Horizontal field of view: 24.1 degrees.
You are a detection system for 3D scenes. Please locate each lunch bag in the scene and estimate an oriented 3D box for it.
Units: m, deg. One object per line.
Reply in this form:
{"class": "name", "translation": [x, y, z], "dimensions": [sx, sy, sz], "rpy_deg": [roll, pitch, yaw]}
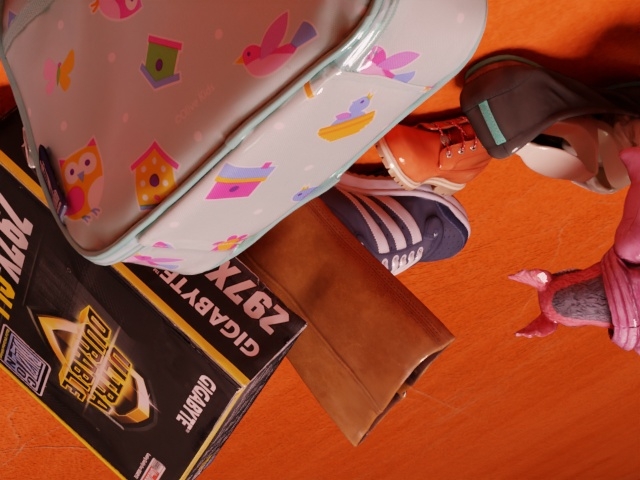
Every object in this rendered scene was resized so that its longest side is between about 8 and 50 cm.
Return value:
{"class": "lunch bag", "translation": [-0.063, -0.126, 0.821], "dimensions": [0.279, 0.224, 0.108], "rpy_deg": [-38, 155, 31]}

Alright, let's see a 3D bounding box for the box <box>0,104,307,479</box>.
{"class": "box", "translation": [-0.165, 0.060, 1.155], "dimensions": [0.079, 0.257, 0.322], "rpy_deg": [-43, 174, -29]}

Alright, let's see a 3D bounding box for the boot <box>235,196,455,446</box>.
{"class": "boot", "translation": [-0.046, 0.035, 1.144], "dimensions": [0.096, 0.280, 0.264], "rpy_deg": [-35, 171, -45]}

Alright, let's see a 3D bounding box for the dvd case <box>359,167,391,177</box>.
{"class": "dvd case", "translation": [0.000, 0.000, 1.455], "dimensions": [0.165, 0.018, 0.221], "rpy_deg": [-16, 158, -2]}

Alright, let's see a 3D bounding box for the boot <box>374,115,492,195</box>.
{"class": "boot", "translation": [0.105, -0.084, 1.281], "dimensions": [0.085, 0.059, 0.158], "rpy_deg": [-32, 163, 27]}

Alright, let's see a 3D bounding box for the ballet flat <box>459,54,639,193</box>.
{"class": "ballet flat", "translation": [0.226, -0.090, 1.293], "dimensions": [0.280, 0.096, 0.095], "rpy_deg": [2, 155, -41]}

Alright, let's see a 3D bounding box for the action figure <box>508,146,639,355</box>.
{"class": "action figure", "translation": [0.335, 0.031, 1.184], "dimensions": [0.370, 0.275, 0.248], "rpy_deg": [-18, 125, 4]}

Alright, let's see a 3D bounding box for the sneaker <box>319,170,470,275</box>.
{"class": "sneaker", "translation": [0.038, 0.020, 1.305], "dimensions": [0.282, 0.153, 0.099], "rpy_deg": [14, 138, -42]}
